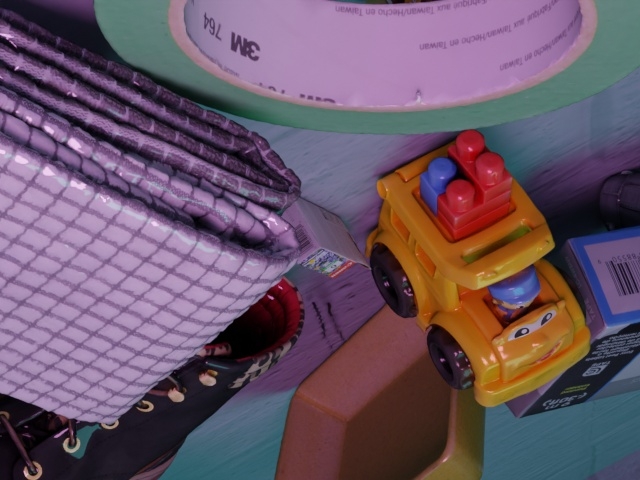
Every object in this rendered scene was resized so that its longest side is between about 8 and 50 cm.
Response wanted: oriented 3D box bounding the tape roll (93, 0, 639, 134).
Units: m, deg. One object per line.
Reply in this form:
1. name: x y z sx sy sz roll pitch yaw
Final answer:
1. tape roll: 0.034 -0.152 0.812 0.321 0.077 0.321 1 163 0

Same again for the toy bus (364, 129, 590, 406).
1. toy bus: 0.148 0.008 1.301 0.149 0.220 0.211 -26 151 -16

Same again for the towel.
1. towel: -0.185 -0.014 0.876 0.283 0.121 0.235 26 135 -29

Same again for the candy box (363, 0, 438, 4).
1. candy box: 0.206 -0.213 1.056 0.316 0.087 0.183 -10 151 -36

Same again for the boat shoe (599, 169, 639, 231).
1. boat shoe: 0.393 -0.023 1.711 0.099 0.116 0.319 11 174 17

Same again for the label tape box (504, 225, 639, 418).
1. label tape box: 0.328 0.107 1.599 0.249 0.115 0.348 -10 152 -23

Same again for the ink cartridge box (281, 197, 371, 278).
1. ink cartridge box: 0.000 0.000 1.294 0.029 0.063 0.115 -36 156 14

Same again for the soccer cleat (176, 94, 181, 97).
1. soccer cleat: -0.174 -0.047 0.972 0.196 0.076 0.068 -25 157 -9

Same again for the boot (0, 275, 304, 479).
1. boot: -0.202 0.143 1.260 0.377 0.138 0.284 -5 149 -52

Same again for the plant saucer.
1. plant saucer: 0.070 0.205 1.504 0.081 0.333 0.333 33 126 -17
